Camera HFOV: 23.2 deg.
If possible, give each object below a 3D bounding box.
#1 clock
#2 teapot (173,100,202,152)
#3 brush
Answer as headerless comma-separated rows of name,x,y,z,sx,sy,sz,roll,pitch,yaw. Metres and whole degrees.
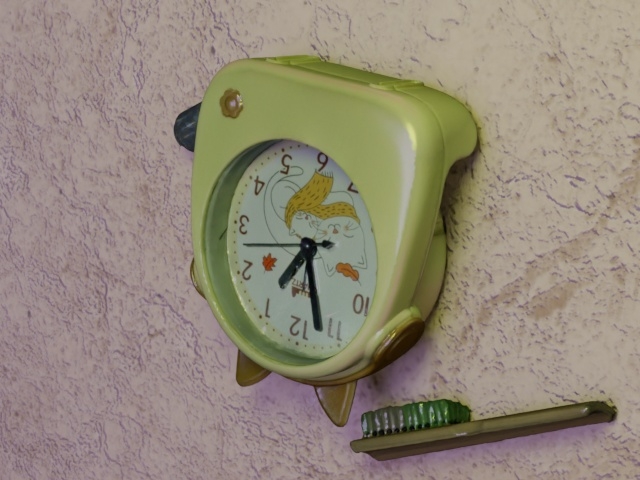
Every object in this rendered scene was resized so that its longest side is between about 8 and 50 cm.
clock,0.000,0.000,1.557,0.286,0.117,0.348,19,109,35
teapot,-0.115,-0.120,1.674,0.083,0.049,0.063,-23,82,38
brush,0.150,0.174,1.503,0.282,0.054,0.048,-14,69,39
